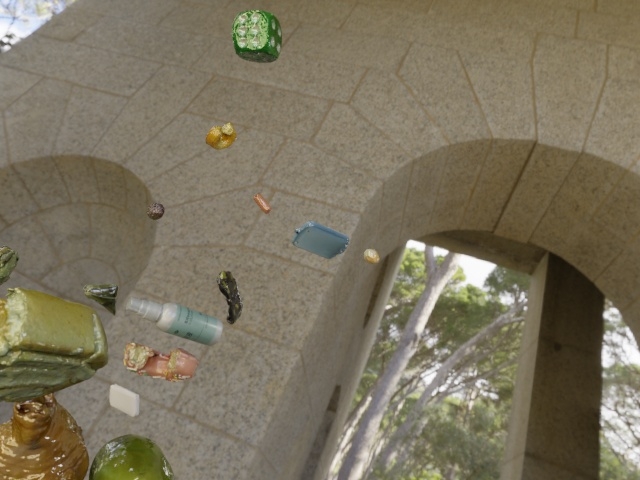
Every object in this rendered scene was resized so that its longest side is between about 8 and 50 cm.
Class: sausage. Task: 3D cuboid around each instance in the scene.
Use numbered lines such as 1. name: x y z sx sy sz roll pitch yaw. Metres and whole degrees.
1. sausage: -0.210 -0.133 1.611 0.083 0.034 0.034 51 -29 14

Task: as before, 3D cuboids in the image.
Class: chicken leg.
1. chicken leg: -0.704 0.454 1.028 0.295 0.182 0.409 3 -63 -18

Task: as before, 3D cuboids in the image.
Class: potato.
1. potato: -0.517 0.663 1.222 0.304 0.216 0.216 23 -23 52

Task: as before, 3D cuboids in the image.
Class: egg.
1. egg: 0.258 0.081 2.231 0.083 0.071 0.071 30 -27 29

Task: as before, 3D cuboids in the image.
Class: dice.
1. dice: -0.201 -0.646 1.410 0.131 0.128 0.120 6 7 14

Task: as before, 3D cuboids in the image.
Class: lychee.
1. lychee: -0.695 -0.124 1.875 0.067 0.068 0.083 35 -47 10

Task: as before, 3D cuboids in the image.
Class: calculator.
1. calculator: 0.000 0.000 1.518 0.210 0.039 0.121 22 -51 -29

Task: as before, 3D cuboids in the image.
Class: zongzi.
1. zongzi: -0.756 0.207 1.522 0.109 0.119 0.055 1 13 -38

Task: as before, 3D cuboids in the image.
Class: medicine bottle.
1. medicine bottle: -0.533 0.288 1.625 0.352 0.110 0.110 29 -29 -33

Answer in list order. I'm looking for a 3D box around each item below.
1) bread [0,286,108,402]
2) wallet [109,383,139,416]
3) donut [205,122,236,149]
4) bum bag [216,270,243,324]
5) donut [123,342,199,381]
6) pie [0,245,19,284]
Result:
1. bread: -0.475 0.183 0.751 0.186 0.124 0.257 -38 -29 16
2. wallet: -0.798 0.648 1.804 0.190 0.095 0.033 3 0 34
3. donut: -0.326 -0.341 1.472 0.043 0.108 0.097 51 -34 16
4. bum bag: -0.358 0.217 1.761 0.060 0.107 0.232 0 -61 16
5. donut: -0.506 0.395 1.423 0.233 0.085 0.199 4 -29 9
6. pie: -0.790 0.116 0.959 0.306 0.306 0.071 0 -52 35
